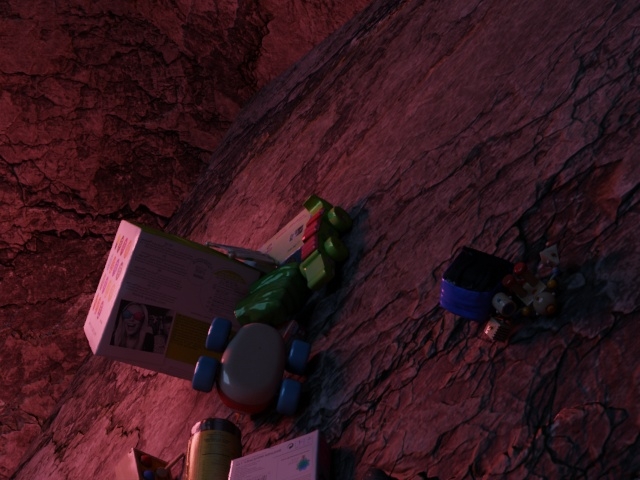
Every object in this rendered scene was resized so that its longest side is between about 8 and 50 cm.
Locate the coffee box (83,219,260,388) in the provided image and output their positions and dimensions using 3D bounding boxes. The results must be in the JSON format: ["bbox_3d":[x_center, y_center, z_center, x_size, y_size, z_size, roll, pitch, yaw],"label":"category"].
[{"bbox_3d":[-0.405,0.159,2.176,0.337,0.338,0.335,15,85,68],"label":"coffee box"}]

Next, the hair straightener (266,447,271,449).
[{"bbox_3d":[-0.154,0.494,1.610,0.230,0.047,0.089,-52,19,14],"label":"hair straightener"}]

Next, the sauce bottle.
[{"bbox_3d":[-0.204,0.495,1.503,0.111,0.111,0.344,-41,31,28],"label":"sauce bottle"}]

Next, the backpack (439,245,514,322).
[{"bbox_3d":[0.248,0.081,1.302,0.098,0.101,0.120,14,28,27],"label":"backpack"}]

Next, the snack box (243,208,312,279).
[{"bbox_3d":[-0.114,0.052,2.242,0.322,0.060,0.187,-40,25,31],"label":"snack box"}]

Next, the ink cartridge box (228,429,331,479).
[{"bbox_3d":[-0.077,0.472,1.360,0.185,0.065,0.311,-23,26,16],"label":"ink cartridge box"}]

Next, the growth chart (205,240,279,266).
[{"bbox_3d":[-0.204,0.033,2.159,0.237,0.172,0.021,18,95,62],"label":"growth chart"}]

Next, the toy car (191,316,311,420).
[{"bbox_3d":[-0.158,0.320,1.757,0.210,0.219,0.238,-76,2,-48],"label":"toy car"}]

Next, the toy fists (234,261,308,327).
[{"bbox_3d":[-0.104,0.133,1.962,0.142,0.096,0.279,-31,7,16],"label":"toy fists"}]

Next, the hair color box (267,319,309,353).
[{"bbox_3d":[-0.102,0.237,1.910,0.093,0.053,0.167,-58,22,-21],"label":"hair color box"}]

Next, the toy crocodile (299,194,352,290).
[{"bbox_3d":[0.000,0.000,2.015,0.115,0.105,0.341,-41,23,29],"label":"toy crocodile"}]

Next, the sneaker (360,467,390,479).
[{"bbox_3d":[0.033,0.431,1.194,0.078,0.106,0.234,-23,35,52],"label":"sneaker"}]

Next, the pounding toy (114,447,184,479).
[{"bbox_3d":[-0.394,0.555,1.918,0.100,0.141,0.130,-48,34,10],"label":"pounding toy"}]

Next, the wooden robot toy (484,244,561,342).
[{"bbox_3d":[0.318,0.089,1.224,0.173,0.076,0.079,-49,31,8],"label":"wooden robot toy"}]
